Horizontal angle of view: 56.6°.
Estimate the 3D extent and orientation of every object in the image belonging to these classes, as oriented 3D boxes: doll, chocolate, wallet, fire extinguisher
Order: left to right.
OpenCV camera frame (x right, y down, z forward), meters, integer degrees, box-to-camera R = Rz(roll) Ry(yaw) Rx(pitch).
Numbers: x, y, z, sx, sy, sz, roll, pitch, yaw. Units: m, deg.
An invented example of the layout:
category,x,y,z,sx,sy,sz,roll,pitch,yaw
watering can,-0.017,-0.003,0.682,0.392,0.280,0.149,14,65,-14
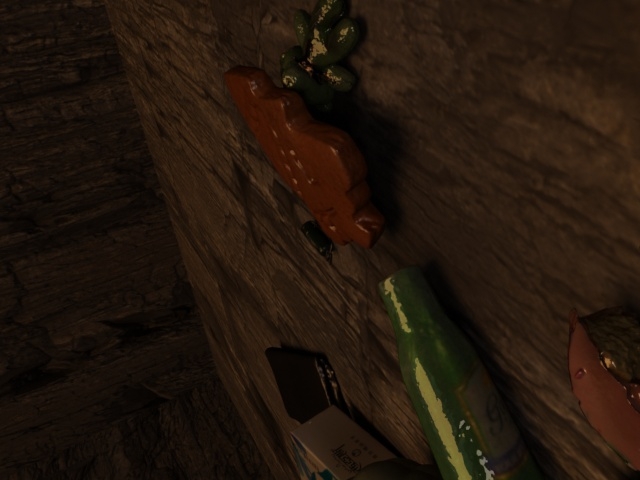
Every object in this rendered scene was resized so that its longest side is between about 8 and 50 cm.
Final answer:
category,x,y,z,sx,sy,sz,roll,pitch,yaw
wallet,-0.034,0.343,1.362,0.197,0.051,0.377,69,159,0
doll,-0.006,-0.215,0.684,0.115,0.077,0.150,53,147,9
fire extinguisher,0.000,0.000,0.953,0.083,0.025,0.038,52,132,37
chocolate,0.146,0.168,0.653,0.291,0.110,0.110,66,160,11

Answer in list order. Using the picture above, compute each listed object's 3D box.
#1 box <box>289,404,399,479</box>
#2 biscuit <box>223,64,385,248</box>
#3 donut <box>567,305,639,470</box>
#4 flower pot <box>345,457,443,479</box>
category,x,y,z,sx,sy,sz,roll,pitch,yaw
box,0.074,0.461,1.075,0.274,0.116,0.203,25,133,53
biscuit,-0.032,-0.110,0.756,0.306,0.043,0.284,49,170,16
donut,0.241,0.116,0.394,0.166,0.065,0.117,40,145,55
flower pot,0.113,0.418,0.798,0.195,0.246,0.246,178,71,-77
